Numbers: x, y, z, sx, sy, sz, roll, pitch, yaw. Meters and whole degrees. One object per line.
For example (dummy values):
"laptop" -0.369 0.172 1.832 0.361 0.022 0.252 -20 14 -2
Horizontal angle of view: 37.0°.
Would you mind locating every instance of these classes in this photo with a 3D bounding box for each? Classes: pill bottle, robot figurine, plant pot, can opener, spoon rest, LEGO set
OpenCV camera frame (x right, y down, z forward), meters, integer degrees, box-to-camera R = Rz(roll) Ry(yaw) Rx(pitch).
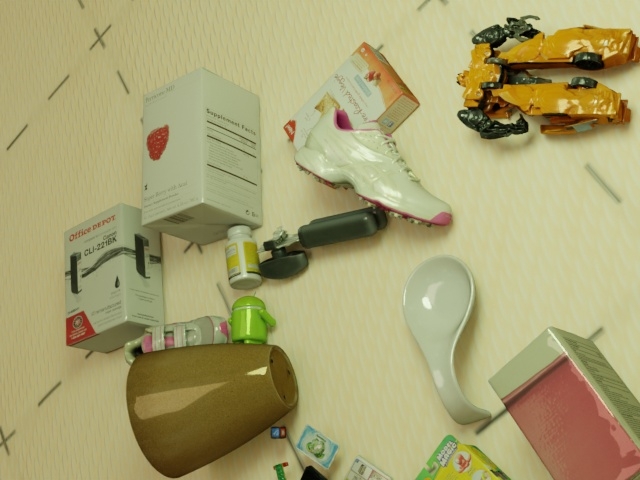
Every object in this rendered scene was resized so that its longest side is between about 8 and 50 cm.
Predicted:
"pill bottle" -0.152 0.032 1.865 0.065 0.065 0.116 -24 62 31
"robot figurine" -0.135 0.157 1.811 0.101 0.067 0.115 -21 63 42
"plant pot" -0.179 0.281 1.723 0.254 0.237 0.237 -19 64 18
"can opener" 0.000 0.000 1.762 0.280 0.074 0.093 -17 100 36
"spoon rest" 0.203 0.151 1.529 0.137 0.084 0.276 -26 62 30
"LEGO set" -0.006 0.423 1.648 0.244 0.060 0.182 29 95 29
"robot figurine" 0.354 -0.256 1.535 0.291 0.085 0.211 6 80 39

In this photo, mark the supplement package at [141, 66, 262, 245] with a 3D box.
"supplement package" -0.240 -0.165 1.925 0.178 0.175 0.292 -18 65 35

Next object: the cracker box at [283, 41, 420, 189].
"cracker box" 0.053 -0.231 1.781 0.232 0.067 0.155 -45 53 20

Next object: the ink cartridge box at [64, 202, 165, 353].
"ink cartridge box" -0.445 0.081 2.053 0.197 0.114 0.272 -23 62 32

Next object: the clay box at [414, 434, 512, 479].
"clay box" 0.242 0.407 1.436 0.222 0.053 0.127 42 104 40

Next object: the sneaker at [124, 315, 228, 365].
"sneaker" -0.290 0.213 1.888 0.252 0.111 0.102 -26 61 30

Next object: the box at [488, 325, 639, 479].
"box" 0.367 0.253 1.321 0.127 0.149 0.232 -46 52 20

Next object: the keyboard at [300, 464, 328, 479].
"keyboard" -0.023 0.485 1.609 0.100 0.038 0.192 33 103 53

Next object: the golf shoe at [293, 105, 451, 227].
"golf shoe" 0.101 -0.127 1.645 0.306 0.115 0.140 28 97 20
